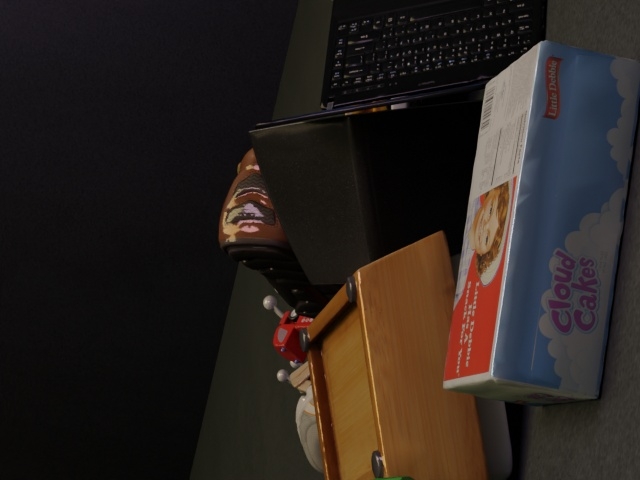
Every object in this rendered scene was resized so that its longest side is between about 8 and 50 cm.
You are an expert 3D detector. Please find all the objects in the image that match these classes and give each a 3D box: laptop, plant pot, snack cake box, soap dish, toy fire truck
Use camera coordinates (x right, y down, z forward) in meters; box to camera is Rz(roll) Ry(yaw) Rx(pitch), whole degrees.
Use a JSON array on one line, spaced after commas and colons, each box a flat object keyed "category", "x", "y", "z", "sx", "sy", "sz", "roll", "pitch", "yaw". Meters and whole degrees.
[{"category": "laptop", "x": 0.080, "y": -0.201, "z": 1.636, "sx": 0.136, "sy": 0.234, "sz": 0.264, "roll": 47, "pitch": -137, "yaw": -51}, {"category": "plant pot", "x": 0.061, "y": -0.045, "z": 1.732, "sx": 0.188, "sy": 0.187, "sz": 0.167, "roll": -2, "pitch": 95, "yaw": 55}, {"category": "snack cake box", "x": 0.172, "y": -0.008, "z": 1.356, "sx": 0.152, "sy": 0.089, "sz": 0.264, "roll": 148, "pitch": 132, "yaw": -76}, {"category": "soap dish", "x": 0.070, "y": 0.140, "z": 1.579, "sx": 0.291, "sy": 0.118, "sz": 0.229, "roll": 126, "pitch": 138, "yaw": -70}, {"category": "toy fire truck", "x": 0.002, "y": 0.150, "z": 2.201, "sx": 0.192, "sy": 0.047, "sz": 0.135, "roll": -5, "pitch": 49, "yaw": 47}]

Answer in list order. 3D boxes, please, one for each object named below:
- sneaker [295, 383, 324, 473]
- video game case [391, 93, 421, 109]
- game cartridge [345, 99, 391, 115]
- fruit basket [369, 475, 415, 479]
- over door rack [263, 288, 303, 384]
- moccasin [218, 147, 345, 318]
[{"category": "sneaker", "x": 0.033, "y": 0.209, "z": 2.009, "sx": 0.262, "sy": 0.099, "sz": 0.121, "roll": 108, "pitch": 165, "yaw": -45}, {"category": "video game case", "x": 0.099, "y": -0.129, "z": 1.952, "sx": 0.173, "sy": 0.022, "sz": 0.190, "roll": -62, "pitch": -31, "yaw": -75}, {"category": "game cartridge", "x": 0.072, "y": -0.227, "z": 2.011, "sx": 0.323, "sy": 0.053, "sz": 0.285, "roll": -57, "pitch": -36, "yaw": -70}, {"category": "fruit basket", "x": 0.050, "y": 0.373, "z": 1.281, "sx": 0.283, "sy": 0.392, "sz": 0.392, "roll": 50, "pitch": -140, "yaw": -53}, {"category": "over door rack", "x": -0.006, "y": 0.031, "z": 2.452, "sx": 0.239, "sy": 0.108, "sz": 0.324, "roll": 130, "pitch": 150, "yaw": -72}, {"category": "moccasin", "x": -0.003, "y": 0.000, "z": 1.946, "sx": 0.380, "sy": 0.139, "sz": 0.147, "roll": 36, "pitch": -122, "yaw": -55}]
